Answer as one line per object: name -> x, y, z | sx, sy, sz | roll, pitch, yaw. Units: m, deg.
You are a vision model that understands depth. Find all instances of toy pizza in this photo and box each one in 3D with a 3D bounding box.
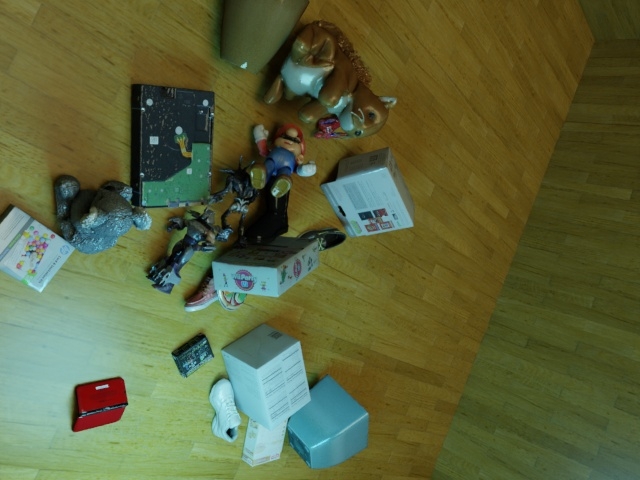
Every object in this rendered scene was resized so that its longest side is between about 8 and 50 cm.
toy pizza -> -0.276, 0.131, 1.858 | 0.201, 0.032, 0.201 | 3, 90, -67

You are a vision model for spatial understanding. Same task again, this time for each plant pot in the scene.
plant pot -> 0.012, 0.732, 2.207 | 0.252, 0.248, 0.247 | -29, 136, -29
plant pot -> -0.191, -0.628, 1.655 | 0.237, 0.237, 0.254 | 11, 109, -46

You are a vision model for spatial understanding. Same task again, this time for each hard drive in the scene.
hard drive -> -0.422, -0.265, 1.622 | 0.237, 0.064, 0.338 | -8, 107, -43

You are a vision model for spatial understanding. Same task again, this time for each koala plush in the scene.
koala plush -> -0.542, -0.060, 1.431 | 0.196, 0.221, 0.203 | 3, 91, -46

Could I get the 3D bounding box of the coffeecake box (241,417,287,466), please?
coffeecake box -> -0.207, 0.736, 2.134 | 0.142, 0.068, 0.185 | 5, 98, -47

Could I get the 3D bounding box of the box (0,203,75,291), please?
box -> -0.735, 0.022, 1.413 | 0.145, 0.038, 0.186 | -57, 135, -16

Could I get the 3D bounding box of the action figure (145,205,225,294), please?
action figure -> -0.394, 0.018, 1.662 | 0.285, 0.185, 0.099 | -56, 139, -3

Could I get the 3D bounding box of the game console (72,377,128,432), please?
game console -> -0.648, 0.479, 1.655 | 0.144, 0.085, 0.124 | -2, 72, -45

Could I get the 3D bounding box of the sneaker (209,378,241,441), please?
sneaker -> -0.313, 0.586, 1.948 | 0.090, 0.115, 0.232 | -19, 115, -40

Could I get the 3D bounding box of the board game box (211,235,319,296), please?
board game box -> -0.165, 0.071, 1.792 | 0.303, 0.224, 0.097 | -34, 124, -61

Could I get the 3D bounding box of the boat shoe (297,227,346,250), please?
boat shoe -> 0.000, 0.000, 2.120 | 0.228, 0.069, 0.081 | -18, 114, -41

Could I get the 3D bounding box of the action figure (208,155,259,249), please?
action figure -> -0.272, -0.120, 1.767 | 0.164, 0.141, 0.275 | 21, 67, -39

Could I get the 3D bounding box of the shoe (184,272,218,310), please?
shoe -> -0.365, 0.158, 1.810 | 0.178, 0.064, 0.081 | -25, 117, -44

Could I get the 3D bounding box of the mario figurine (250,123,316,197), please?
mario figurine -> -0.119, -0.283, 1.789 | 0.198, 0.170, 0.320 | 53, 29, -25

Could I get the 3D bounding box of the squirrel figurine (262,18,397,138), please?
squirrel figurine -> 0.070, -0.512, 1.829 | 0.371, 0.281, 0.397 | 32, 44, -9

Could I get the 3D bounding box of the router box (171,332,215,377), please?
router box -> -0.413, 0.373, 1.840 | 0.122, 0.038, 0.092 | -34, 123, -33

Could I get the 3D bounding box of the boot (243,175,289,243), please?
boot -> -0.173, -0.110, 1.866 | 0.246, 0.094, 0.207 | -31, 127, -62

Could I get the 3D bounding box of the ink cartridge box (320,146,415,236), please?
ink cartridge box -> 0.185, -0.175, 2.176 | 0.130, 0.272, 0.309 | -78, 147, -43

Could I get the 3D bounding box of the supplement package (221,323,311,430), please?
supplement package -> -0.186, 0.472, 1.980 | 0.198, 0.199, 0.262 | -29, 121, -37

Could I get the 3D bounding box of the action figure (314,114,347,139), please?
action figure -> 0.098, -0.437, 2.045 | 0.280, 0.139, 0.091 | -38, 126, -28
